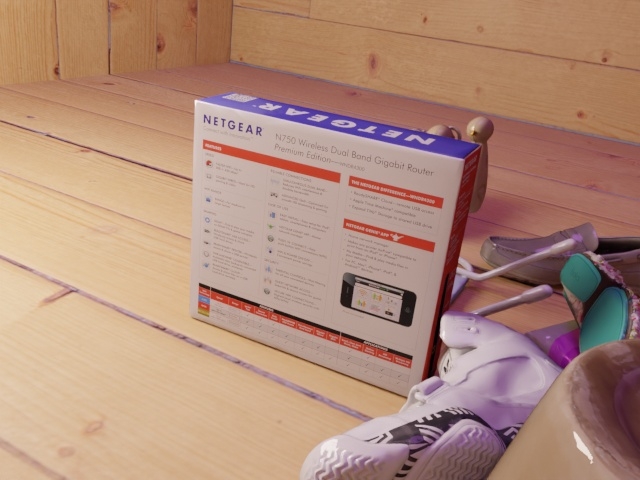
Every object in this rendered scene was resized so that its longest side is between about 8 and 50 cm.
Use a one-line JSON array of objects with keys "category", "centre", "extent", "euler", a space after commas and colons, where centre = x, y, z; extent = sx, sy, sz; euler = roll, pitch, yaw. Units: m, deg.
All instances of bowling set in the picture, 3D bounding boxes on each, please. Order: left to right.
[{"category": "bowling set", "centre": [0.118, -0.113, 0.973], "extent": [0.199, 0.154, 0.287], "euler": [19, 27, 34]}]

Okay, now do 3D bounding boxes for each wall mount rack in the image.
[{"category": "wall mount rack", "centre": [0.197, 0.044, 0.955], "extent": [0.304, 0.131, 0.350], "euler": [18, 26, 24]}]

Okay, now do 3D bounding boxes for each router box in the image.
[{"category": "router box", "centre": [0.000, 0.000, 0.784], "extent": [0.335, 0.301, 0.082], "euler": [17, 25, 21]}]

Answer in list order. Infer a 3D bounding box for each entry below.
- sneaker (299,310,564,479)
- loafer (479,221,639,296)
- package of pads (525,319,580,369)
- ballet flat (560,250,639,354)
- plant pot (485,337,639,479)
[{"category": "sneaker", "centre": [0.126, 0.177, 0.628], "extent": [0.365, 0.138, 0.210], "euler": [1, 22, -25]}, {"category": "loafer", "centre": [0.441, 0.019, 1.106], "extent": [0.319, 0.112, 0.112], "euler": [6, 23, -2]}, {"category": "package of pads", "centre": [0.409, 0.187, 0.719], "extent": [0.229, 0.101, 0.296], "euler": [-7, 27, -27]}, {"category": "ballet flat", "centre": [0.333, 0.085, 0.718], "extent": [0.077, 0.091, 0.241], "euler": [29, 29, -3]}, {"category": "plant pot", "centre": [0.192, 0.222, 0.349], "extent": [0.323, 0.281, 0.323], "euler": [5, 24, -2]}]
